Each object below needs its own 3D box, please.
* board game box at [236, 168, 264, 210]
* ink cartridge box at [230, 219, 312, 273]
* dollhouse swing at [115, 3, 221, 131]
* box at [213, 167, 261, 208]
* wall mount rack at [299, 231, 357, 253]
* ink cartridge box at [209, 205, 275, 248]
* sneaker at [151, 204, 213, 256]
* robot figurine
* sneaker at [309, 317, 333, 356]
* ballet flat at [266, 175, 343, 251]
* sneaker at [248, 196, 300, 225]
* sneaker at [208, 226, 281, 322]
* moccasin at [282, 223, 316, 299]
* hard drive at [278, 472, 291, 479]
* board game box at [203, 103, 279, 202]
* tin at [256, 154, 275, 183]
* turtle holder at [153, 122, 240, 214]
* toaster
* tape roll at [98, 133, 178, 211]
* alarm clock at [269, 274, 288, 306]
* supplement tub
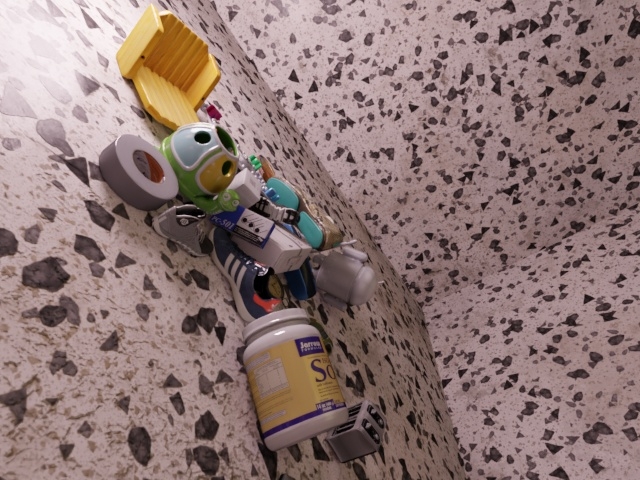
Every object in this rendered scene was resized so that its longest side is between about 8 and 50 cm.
[{"bbox_3d":[-0.366,-0.252,1.722,0.316,0.064,0.242,53,19,-21],"label":"board game box"},{"bbox_3d":[-0.184,0.018,1.595,0.207,0.117,0.283,38,13,15],"label":"ink cartridge box"},{"bbox_3d":[-0.513,-0.605,1.559,0.305,0.315,0.347,45,10,25],"label":"dollhouse swing"},{"bbox_3d":[-0.315,-0.167,1.547,0.091,0.170,0.130,47,21,-30],"label":"box"},{"bbox_3d":[0.000,0.000,2.032,0.304,0.131,0.350,25,11,14],"label":"wall mount rack"},{"bbox_3d":[-0.270,-0.060,1.438,0.207,0.097,0.046,25,-15,9],"label":"ink cartridge box"},{"bbox_3d":[-0.372,-0.033,1.238,0.228,0.132,0.086,36,29,-51],"label":"sneaker"},{"bbox_3d":[0.117,0.181,1.972,0.353,0.300,0.200,23,11,16],"label":"robot figurine"},{"bbox_3d":[-0.002,0.395,1.670,0.192,0.064,0.086,52,14,-32],"label":"sneaker"},{"bbox_3d":[-0.066,-0.126,1.916,0.182,0.164,0.483,-6,44,-45],"label":"ballet flat"},{"bbox_3d":[-0.198,-0.120,1.670,0.234,0.078,0.106,19,1,-11],"label":"sneaker"},{"bbox_3d":[-0.241,0.087,1.371,0.350,0.148,0.131,60,18,10],"label":"sneaker"},{"bbox_3d":[-0.107,0.093,1.797,0.116,0.137,0.342,5,69,-54],"label":"moccasin"},{"bbox_3d":[-0.090,0.679,1.047,0.094,0.022,0.135,58,18,-7],"label":"hard drive"},{"bbox_3d":[-0.344,-0.380,1.822,0.390,0.050,0.390,50,6,-42],"label":"board game box"},{"bbox_3d":[-0.282,-0.361,2.177,0.190,0.040,0.106,63,22,11],"label":"tin"},{"bbox_3d":[-0.391,-0.247,1.375,0.243,0.227,0.320,43,23,-43],"label":"turtle holder"},{"bbox_3d":[0.121,0.659,1.429,0.110,0.185,0.168,57,25,-1],"label":"toaster"},{"bbox_3d":[-0.519,-0.195,1.199,0.219,0.072,0.219,52,19,-26],"label":"tape roll"},{"bbox_3d":[-0.180,0.184,1.527,0.192,0.064,0.129,47,21,-27],"label":"alarm clock"},{"bbox_3d":[-0.082,0.387,1.177,0.241,0.241,0.331,28,36,-59],"label":"supplement tub"}]
